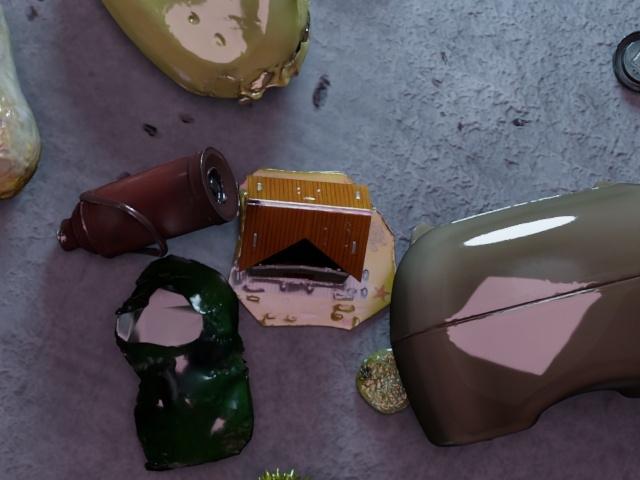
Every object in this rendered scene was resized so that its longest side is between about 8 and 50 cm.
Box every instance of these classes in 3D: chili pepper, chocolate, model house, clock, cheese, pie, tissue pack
[{"bbox_3d":[-0.163,0.141,1.883,0.148,0.116,0.265,-6,79,9],"label":"chili pepper"},{"bbox_3d":[-0.428,-0.198,1.909,0.134,0.134,0.309,-17,82,-7],"label":"chocolate"},{"bbox_3d":[0.000,0.000,1.912,0.219,0.136,0.207,6,79,-4],"label":"model house"},{"bbox_3d":[0.423,-0.233,2.042,0.085,0.017,0.085,1,81,-4],"label":"clock"},{"bbox_3d":[-0.134,-0.318,1.961,0.259,0.128,0.316,-31,79,-1],"label":"cheese"},{"bbox_3d":[0.087,0.174,1.951,0.085,0.017,0.085,1,80,-4],"label":"pie"},{"bbox_3d":[0.276,0.077,1.855,0.387,0.267,0.277,-15,86,-5],"label":"tissue pack"}]

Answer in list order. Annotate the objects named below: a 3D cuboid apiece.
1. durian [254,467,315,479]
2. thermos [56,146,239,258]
[{"bbox_3d":[-0.022,0.380,1.834,0.237,0.176,0.200,36,46,10],"label":"durian"},{"bbox_3d":[-0.220,-0.039,1.904,0.232,0.099,0.124,-17,40,22],"label":"thermos"}]
